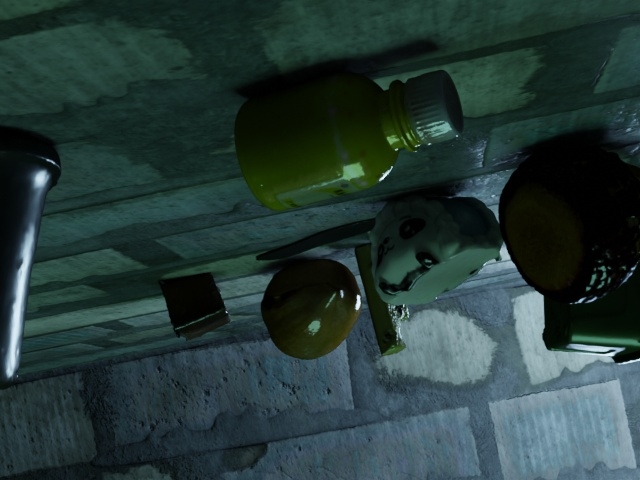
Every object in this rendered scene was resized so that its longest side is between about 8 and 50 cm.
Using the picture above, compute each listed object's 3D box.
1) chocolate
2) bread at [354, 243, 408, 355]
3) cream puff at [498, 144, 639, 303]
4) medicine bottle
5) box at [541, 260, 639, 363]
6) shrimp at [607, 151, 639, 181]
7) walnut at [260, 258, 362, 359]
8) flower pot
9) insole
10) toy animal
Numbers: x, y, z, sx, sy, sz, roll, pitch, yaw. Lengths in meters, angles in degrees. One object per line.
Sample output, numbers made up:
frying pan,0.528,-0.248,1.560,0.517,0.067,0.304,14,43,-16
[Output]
chocolate,-0.254,0.139,2.560,0.112,0.112,0.321,-18,171,-3
bread,0.131,0.116,2.449,0.049,0.226,0.088,-24,164,35
cream puff,0.379,-0.028,1.806,0.165,0.239,0.239,-20,177,-30
medicine bottle,0.032,-0.109,1.220,0.212,0.122,0.122,-14,171,22
box,0.501,0.054,2.235,0.177,0.329,0.253,2,169,-1
shrimp,0.514,-0.065,1.914,0.287,0.063,0.152,29,172,-10
walnut,-0.013,0.135,2.516,0.203,0.203,0.298,-6,167,-26
flower pot,-0.442,0.050,1.289,0.379,0.251,0.379,-12,172,-2
insole,0.000,0.000,2.266,0.109,0.007,0.322,1,167,-44
toy animal,0.179,0.003,2.022,0.204,0.156,0.208,1,149,-40
